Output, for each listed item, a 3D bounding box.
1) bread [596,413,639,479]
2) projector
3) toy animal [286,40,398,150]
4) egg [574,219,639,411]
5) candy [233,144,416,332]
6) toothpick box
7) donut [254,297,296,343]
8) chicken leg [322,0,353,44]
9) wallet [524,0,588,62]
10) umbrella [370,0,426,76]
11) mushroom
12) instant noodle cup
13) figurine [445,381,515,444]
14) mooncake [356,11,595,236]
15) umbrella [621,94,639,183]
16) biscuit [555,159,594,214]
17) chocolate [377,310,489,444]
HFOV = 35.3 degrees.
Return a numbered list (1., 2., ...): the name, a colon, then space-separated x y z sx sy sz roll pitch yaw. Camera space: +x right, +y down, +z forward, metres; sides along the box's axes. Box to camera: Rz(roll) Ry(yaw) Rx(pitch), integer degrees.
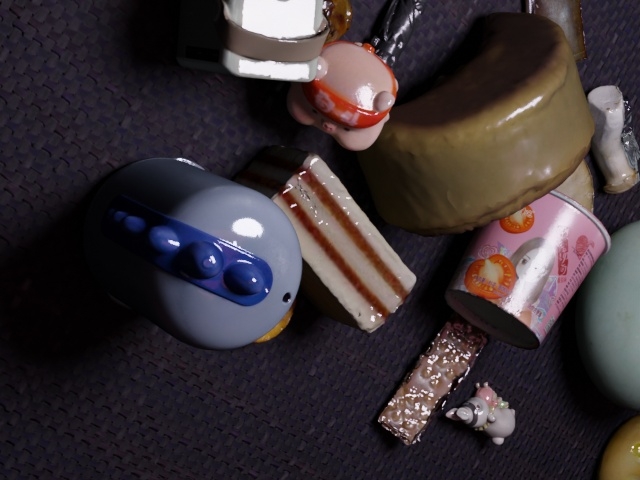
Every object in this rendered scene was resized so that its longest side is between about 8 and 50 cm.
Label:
1. bread: 0.755 0.531 2.220 0.333 0.160 0.333 -8 105 -31
2. projector: -0.098 -0.324 1.450 0.163 0.242 0.177 -1 103 -29
3. toy animal: 0.041 -0.231 1.557 0.171 0.198 0.171 1 105 4
4. egg: 0.645 0.149 1.990 0.276 0.276 0.389 -5 105 -30
5. candy: 0.000 0.000 1.623 0.135 0.179 0.321 -48 121 -13
6. toothpick box: -0.182 0.016 1.412 0.263 0.354 0.263 -8 106 -30
7. donut: -0.115 0.094 1.649 0.151 0.058 0.152 -9 107 -30
8. chicken leg: 0.019 -0.431 1.596 0.107 0.087 0.252 24 82 -54
9. wallet: 0.430 -0.447 1.862 0.137 0.031 0.255 -18 110 -26
10. umbrella: 0.125 -0.340 1.691 0.236 0.059 0.066 -62 148 -6
11. mushroom: 0.567 -0.191 1.975 0.081 0.092 0.223 -39 127 -32
12. instant noodle cup: 0.358 0.049 1.801 0.243 0.243 0.231 42 73 -31
13. figurine: 0.307 0.329 1.965 0.146 0.081 0.098 31 41 -28
14. mooncake: 0.255 -0.189 1.707 0.394 0.393 0.246 -19 117 17
15. umbrella: 0.618 -0.202 2.025 0.050 0.046 0.188 -20 114 -4
16. biscuit: 0.479 -0.097 1.972 0.141 0.038 0.290 -38 118 -19
17. chocolate: 0.228 0.228 1.889 0.102 0.065 0.329 39 79 -11
